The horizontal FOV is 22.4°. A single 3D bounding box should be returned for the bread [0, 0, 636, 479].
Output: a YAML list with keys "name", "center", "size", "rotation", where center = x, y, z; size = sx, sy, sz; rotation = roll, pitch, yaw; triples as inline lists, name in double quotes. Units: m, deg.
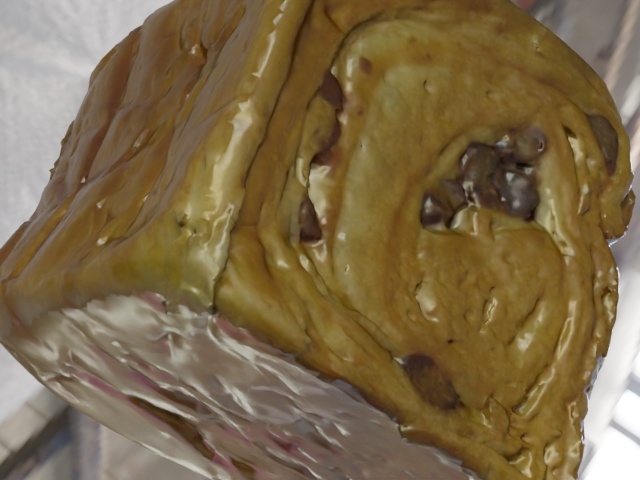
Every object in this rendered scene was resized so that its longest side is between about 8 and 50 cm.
- name: "bread"
  center: [0.000, 0.000, 0.494]
  size: [0.143, 0.158, 0.149]
  rotation: [-30, 30, 55]
